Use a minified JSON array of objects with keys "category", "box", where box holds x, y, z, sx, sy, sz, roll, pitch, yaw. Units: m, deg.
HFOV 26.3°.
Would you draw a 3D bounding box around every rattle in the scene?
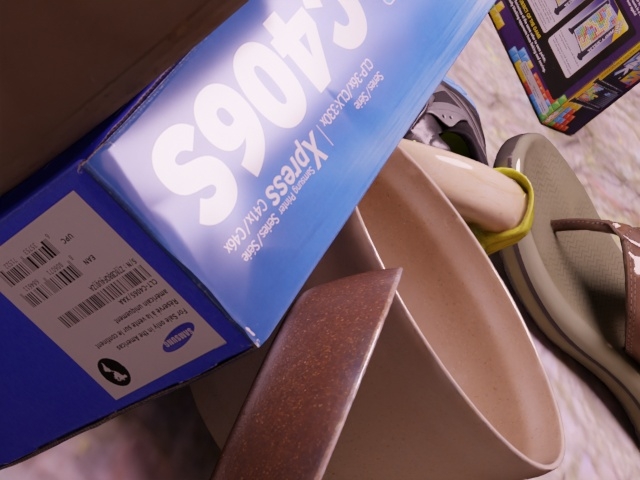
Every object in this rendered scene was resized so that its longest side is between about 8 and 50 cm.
[{"category":"rattle","box":[0.000,0.000,0.696,0.199,0.143,0.130,16,11,-23]}]

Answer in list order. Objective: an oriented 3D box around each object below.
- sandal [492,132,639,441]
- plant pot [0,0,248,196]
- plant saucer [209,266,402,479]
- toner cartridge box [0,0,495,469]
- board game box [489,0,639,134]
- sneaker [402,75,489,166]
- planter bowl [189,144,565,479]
[{"category":"sandal","box":[0.213,0.051,0.857,0.303,0.086,0.120,52,35,-5]},{"category":"plant pot","box":[-0.110,-0.209,0.458,0.280,0.323,0.323,48,30,-16]},{"category":"plant saucer","box":[-0.019,0.081,0.413,0.029,0.168,0.168,23,33,2]},{"category":"toner cartridge box","box":[-0.018,-0.073,0.531,0.075,0.165,0.348,49,46,-15]},{"category":"board game box","box":[0.204,-0.192,1.059,0.048,0.141,0.170,15,47,-45]},{"category":"sneaker","box":[0.038,-0.076,0.788,0.188,0.067,0.078,25,33,-42]},{"category":"planter bowl","box":[0.013,0.047,0.568,0.162,0.109,0.162,49,19,-24]}]
